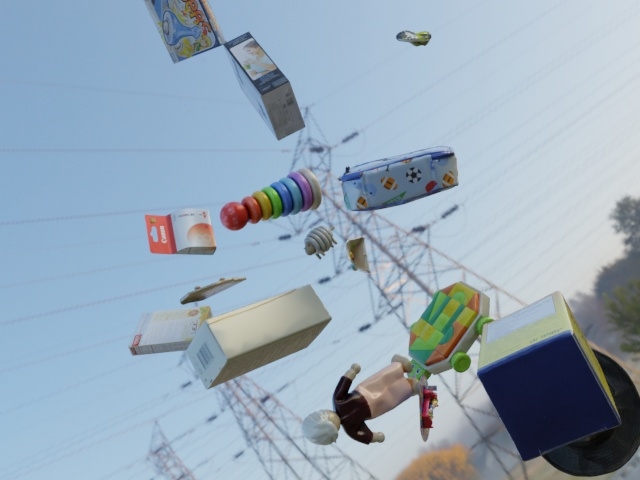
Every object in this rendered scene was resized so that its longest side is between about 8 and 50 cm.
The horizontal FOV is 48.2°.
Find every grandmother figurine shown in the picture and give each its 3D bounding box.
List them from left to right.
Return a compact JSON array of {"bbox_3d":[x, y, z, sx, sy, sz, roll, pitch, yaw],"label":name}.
[{"bbox_3d":[0.102,0.421,1.817,0.342,0.208,0.104,-20,-13,-33],"label":"grandmother figurine"}]

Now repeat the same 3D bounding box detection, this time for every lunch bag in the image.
[{"bbox_3d":[0.192,-0.158,1.779,0.303,0.115,0.243,-11,10,11],"label":"lunch bag"}]

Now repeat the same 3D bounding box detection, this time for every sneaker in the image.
[{"bbox_3d":[0.218,-0.471,1.685,0.083,0.031,0.035,3,-27,-1],"label":"sneaker"}]

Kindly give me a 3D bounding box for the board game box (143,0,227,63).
[{"bbox_3d":[-0.306,-0.503,1.561,0.136,0.201,0.035,-12,25,28],"label":"board game box"}]

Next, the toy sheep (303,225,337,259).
[{"bbox_3d":[0.000,0.000,2.208,0.132,0.091,0.091,-43,-21,-31],"label":"toy sheep"}]

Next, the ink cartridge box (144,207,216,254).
[{"bbox_3d":[-0.389,-0.028,1.994,0.179,0.145,0.045,4,-41,-27],"label":"ink cartridge box"}]

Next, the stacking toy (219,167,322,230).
[{"bbox_3d":[-0.165,-0.117,2.226,0.330,0.141,0.141,-21,-32,-28],"label":"stacking toy"}]

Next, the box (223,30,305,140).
[{"bbox_3d":[-0.156,-0.425,1.960,0.087,0.290,0.169,-28,-40,-6],"label":"box"}]

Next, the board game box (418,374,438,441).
[{"bbox_3d":[0.280,0.427,1.824,0.033,0.169,0.133,-4,-11,18],"label":"board game box"}]

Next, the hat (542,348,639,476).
[{"bbox_3d":[0.653,0.422,1.808,0.331,0.331,0.134,-46,-28,1],"label":"hat"}]

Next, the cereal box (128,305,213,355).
[{"bbox_3d":[-0.480,0.289,2.306,0.173,0.240,0.047,-81,-19,-55],"label":"cereal box"}]

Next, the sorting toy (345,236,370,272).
[{"bbox_3d":[0.075,0.031,1.586,0.045,0.083,0.075,-15,-17,19],"label":"sorting toy"}]

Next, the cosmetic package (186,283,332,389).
[{"bbox_3d":[-0.144,0.225,1.699,0.309,0.113,0.160,-17,-25,-40],"label":"cosmetic package"}]

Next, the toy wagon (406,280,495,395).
[{"bbox_3d":[0.341,0.279,2.021,0.068,0.267,0.344,37,-91,-24],"label":"toy wagon"}]

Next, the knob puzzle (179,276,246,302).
[{"bbox_3d":[-0.336,0.141,2.107,0.213,0.030,0.213,-22,-8,-3],"label":"knob puzzle"}]

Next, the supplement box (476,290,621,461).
[{"bbox_3d":[0.456,0.262,1.462,0.194,0.195,0.356,-28,1,18],"label":"supplement box"}]
